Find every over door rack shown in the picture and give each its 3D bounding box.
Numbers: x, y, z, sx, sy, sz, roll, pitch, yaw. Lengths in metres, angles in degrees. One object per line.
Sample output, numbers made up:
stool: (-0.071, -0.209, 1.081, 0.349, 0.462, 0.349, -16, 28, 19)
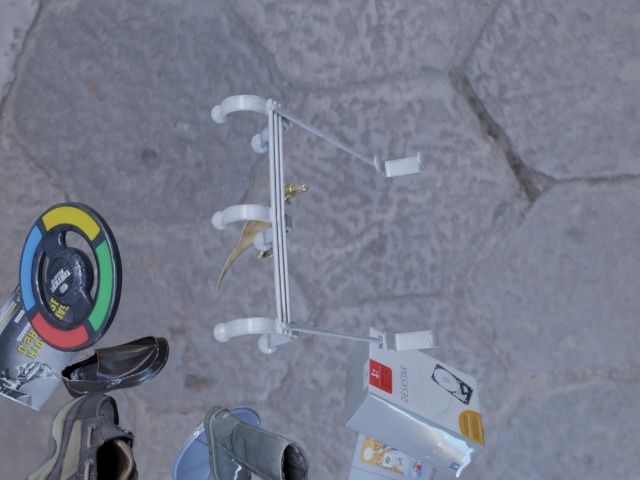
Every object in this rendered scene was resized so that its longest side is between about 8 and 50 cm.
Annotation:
over door rack: (0.000, 0.000, 0.995, 0.108, 0.324, 0.239, -11, 76, 36)

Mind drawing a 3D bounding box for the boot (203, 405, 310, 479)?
boot: (-0.094, 0.365, 1.484, 0.208, 0.076, 0.190, 12, 129, 40)

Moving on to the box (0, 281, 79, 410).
box: (-0.578, 0.205, 1.859, 0.231, 0.056, 0.183, -57, 134, -10)

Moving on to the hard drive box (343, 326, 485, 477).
hard drive box: (0.162, 0.282, 1.620, 0.232, 0.181, 0.089, 26, 120, -13)

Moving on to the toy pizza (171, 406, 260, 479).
toy pizza: (-0.199, 0.388, 1.739, 0.201, 0.032, 0.201, -29, 141, -27)

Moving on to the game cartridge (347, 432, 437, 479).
game cartridge: (0.185, 0.463, 2.142, 0.198, 0.062, 0.297, 9, 82, 31)

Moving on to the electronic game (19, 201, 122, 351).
electronic game: (-0.384, 0.055, 1.409, 0.229, 0.048, 0.229, -1, 88, 35)

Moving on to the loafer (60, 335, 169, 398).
loafer: (-0.385, 0.235, 1.717, 0.220, 0.080, 0.078, -25, 146, 8)

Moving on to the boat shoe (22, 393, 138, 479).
boat shoe: (-0.327, 0.333, 1.339, 0.130, 0.355, 0.132, -8, 110, 2)

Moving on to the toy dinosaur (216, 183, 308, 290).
toy dinosaur: (-0.087, -0.010, 1.237, 0.053, 0.092, 0.183, 38, 85, 17)
